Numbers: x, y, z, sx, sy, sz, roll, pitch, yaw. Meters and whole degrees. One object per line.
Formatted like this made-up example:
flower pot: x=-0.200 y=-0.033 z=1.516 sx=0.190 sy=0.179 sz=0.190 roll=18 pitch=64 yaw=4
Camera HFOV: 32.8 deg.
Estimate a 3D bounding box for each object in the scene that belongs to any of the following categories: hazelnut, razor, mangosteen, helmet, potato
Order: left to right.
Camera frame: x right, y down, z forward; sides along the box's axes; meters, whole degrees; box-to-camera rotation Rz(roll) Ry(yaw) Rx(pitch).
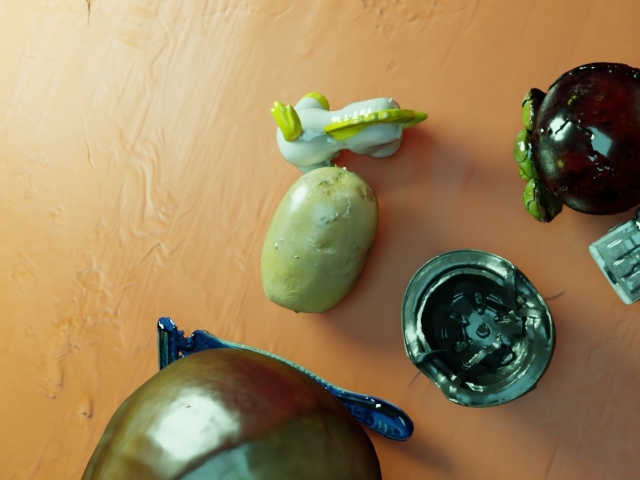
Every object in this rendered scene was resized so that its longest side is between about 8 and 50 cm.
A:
hazelnut: x=-0.102 y=0.296 z=1.141 sx=0.365 sy=0.366 sz=0.366 roll=-1 pitch=85 yaw=15
razor: x=-0.040 y=0.162 z=1.273 sx=0.324 sy=0.056 sz=0.093 roll=16 pitch=129 yaw=16
potato: x=0.000 y=0.000 z=1.244 sx=0.118 sy=0.109 sz=0.178 roll=32 pitch=110 yaw=21
helmet: x=0.182 y=0.102 z=1.192 sx=0.153 sy=0.107 sz=0.177 roll=-43 pitch=57 yaw=11
mangosteen: x=0.284 y=-0.104 z=1.158 sx=0.180 sy=0.166 sz=0.166 roll=-18 pitch=80 yaw=39

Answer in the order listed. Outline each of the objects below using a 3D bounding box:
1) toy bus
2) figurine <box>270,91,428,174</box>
toy bus: x=0.416 y=-0.031 z=1.135 sx=0.268 sy=0.106 sz=0.092 roll=-34 pitch=77 yaw=13
figurine: x=0.037 y=-0.125 z=1.236 sx=0.178 sy=0.129 sz=0.109 roll=-2 pitch=81 yaw=16
